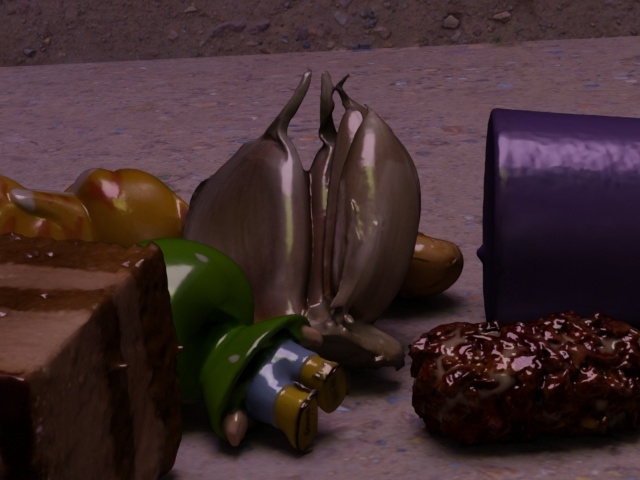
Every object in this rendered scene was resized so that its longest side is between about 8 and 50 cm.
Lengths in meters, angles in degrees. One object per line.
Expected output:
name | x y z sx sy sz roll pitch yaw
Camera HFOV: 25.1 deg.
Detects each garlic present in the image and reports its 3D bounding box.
garlic | -0.014 -0.004 1.333 0.210 0.292 0.237 6 -31 -14

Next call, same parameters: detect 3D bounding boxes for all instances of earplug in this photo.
earplug | 0.378 -0.016 1.354 0.455 0.215 0.215 1 16 4

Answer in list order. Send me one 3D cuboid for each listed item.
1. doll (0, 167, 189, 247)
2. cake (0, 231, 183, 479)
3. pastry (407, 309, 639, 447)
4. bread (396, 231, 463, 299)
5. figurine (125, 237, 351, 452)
doll | -0.267 0.001 1.513 0.269 0.162 0.167 -15 -12 -17
cake | -0.230 0.131 0.999 0.196 0.199 0.293 6 22 14
pastry | 0.176 0.109 1.149 0.208 0.097 0.115 -3 26 -2
bread | 0.068 0.020 1.496 0.114 0.077 0.189 2 6 -40
figurine | -0.099 0.087 1.210 0.263 0.143 0.162 22 58 31
